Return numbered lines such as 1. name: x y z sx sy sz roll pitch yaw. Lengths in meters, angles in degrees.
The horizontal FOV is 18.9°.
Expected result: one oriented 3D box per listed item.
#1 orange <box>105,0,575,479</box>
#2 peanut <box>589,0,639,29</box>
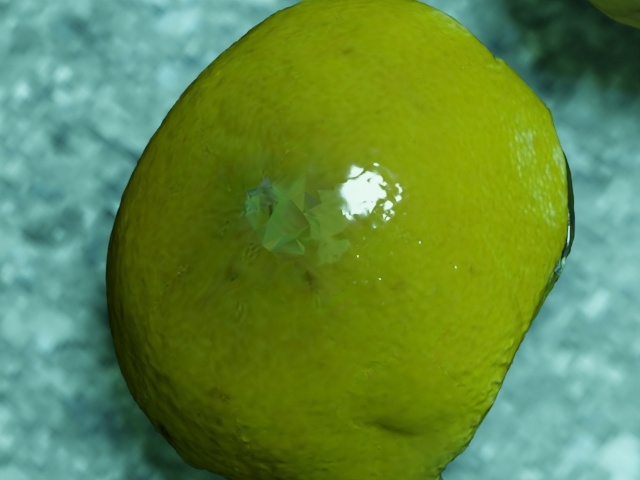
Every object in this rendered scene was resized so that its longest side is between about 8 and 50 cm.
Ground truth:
1. orange: 0.000 0.000 0.605 0.160 0.112 0.170 -18 68 12
2. peanut: 0.214 -0.134 0.546 0.319 0.147 0.147 -14 80 8
